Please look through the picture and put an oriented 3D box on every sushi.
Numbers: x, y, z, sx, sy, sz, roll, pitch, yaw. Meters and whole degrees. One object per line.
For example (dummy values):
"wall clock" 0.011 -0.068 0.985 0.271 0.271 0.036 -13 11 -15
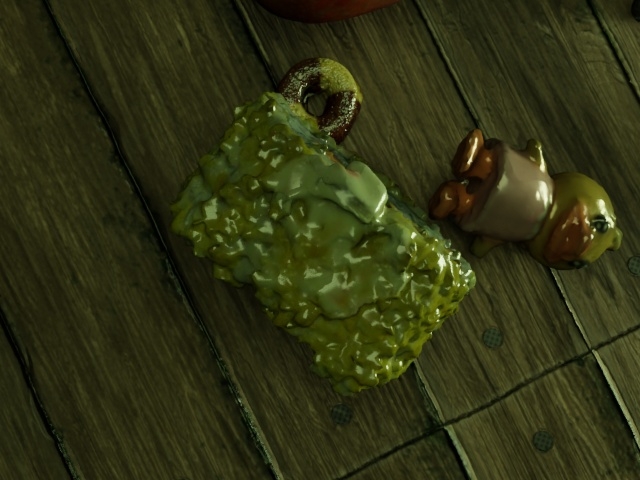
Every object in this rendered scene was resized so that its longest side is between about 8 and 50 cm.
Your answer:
"sushi" 0.000 0.000 1.512 0.396 0.351 0.240 40 97 0

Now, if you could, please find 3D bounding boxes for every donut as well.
"donut" -0.003 -0.203 1.699 0.140 0.059 0.140 1 81 -4

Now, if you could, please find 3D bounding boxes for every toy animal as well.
"toy animal" 0.304 -0.045 1.662 0.281 0.169 0.195 24 113 -2

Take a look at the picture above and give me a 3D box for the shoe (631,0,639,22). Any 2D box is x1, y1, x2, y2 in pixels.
"shoe" 0.545 -0.423 1.768 0.227 0.099 0.112 -34 81 -12

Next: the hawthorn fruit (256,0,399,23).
"hawthorn fruit" 0.017 -0.453 1.615 0.325 0.308 0.308 -27 87 -18
